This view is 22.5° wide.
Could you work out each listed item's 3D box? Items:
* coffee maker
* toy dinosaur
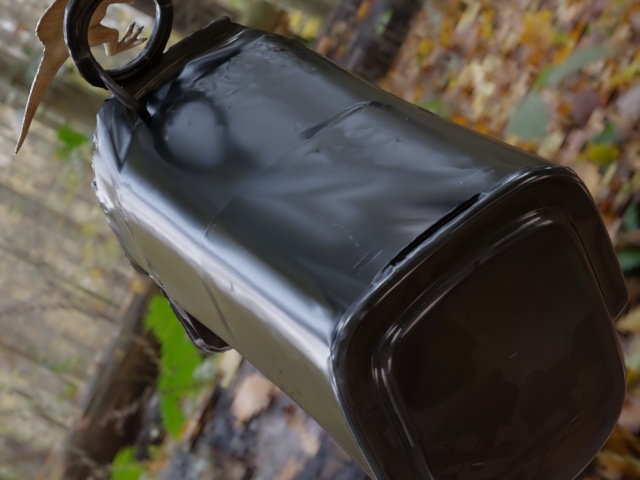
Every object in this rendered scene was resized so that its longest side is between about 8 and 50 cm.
[{"bbox_3d":[0.000,0.000,0.545,0.120,0.171,0.178,-57,38,-1],"label":"coffee maker"},{"bbox_3d":[-0.161,-0.147,1.083,0.092,0.053,0.183,-27,-23,-54],"label":"toy dinosaur"}]
